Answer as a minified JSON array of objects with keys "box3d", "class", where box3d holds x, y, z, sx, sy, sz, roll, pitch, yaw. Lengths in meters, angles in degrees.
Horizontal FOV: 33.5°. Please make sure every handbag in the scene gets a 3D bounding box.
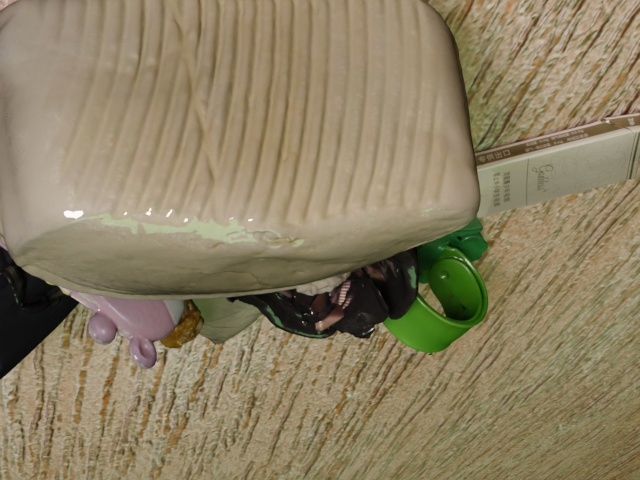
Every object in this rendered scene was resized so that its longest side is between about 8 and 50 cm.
[{"box3d":[-0.278,0.031,1.032,0.254,0.088,0.211,-46,167,-36],"class":"handbag"}]

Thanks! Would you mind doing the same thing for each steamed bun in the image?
[{"box3d":[-0.078,-0.072,0.886,0.383,0.247,0.236,-5,162,-15],"class":"steamed bun"}]

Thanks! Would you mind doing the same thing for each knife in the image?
[{"box3d":[-0.274,-0.030,0.905,0.038,0.132,0.398,-31,122,32],"class":"knife"}]

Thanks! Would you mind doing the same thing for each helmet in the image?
[{"box3d":[0.000,0.000,1.134,0.198,0.154,0.253,-17,136,19],"class":"helmet"}]

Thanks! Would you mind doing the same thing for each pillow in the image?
[{"box3d":[-0.126,0.036,1.207,0.148,0.050,0.229,-49,140,2],"class":"pillow"}]

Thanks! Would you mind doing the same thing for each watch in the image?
[{"box3d":[0.145,0.052,1.282,0.165,0.152,0.131,13,138,-36],"class":"watch"}]

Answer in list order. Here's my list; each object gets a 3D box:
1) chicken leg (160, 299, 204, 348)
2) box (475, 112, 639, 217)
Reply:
[{"box3d":[-0.142,0.009,1.080,0.107,0.087,0.251,-19,134,-29],"class":"chicken leg"},{"box3d":[0.270,-0.085,1.225,0.198,0.029,0.109,-14,150,2],"class":"box"}]
